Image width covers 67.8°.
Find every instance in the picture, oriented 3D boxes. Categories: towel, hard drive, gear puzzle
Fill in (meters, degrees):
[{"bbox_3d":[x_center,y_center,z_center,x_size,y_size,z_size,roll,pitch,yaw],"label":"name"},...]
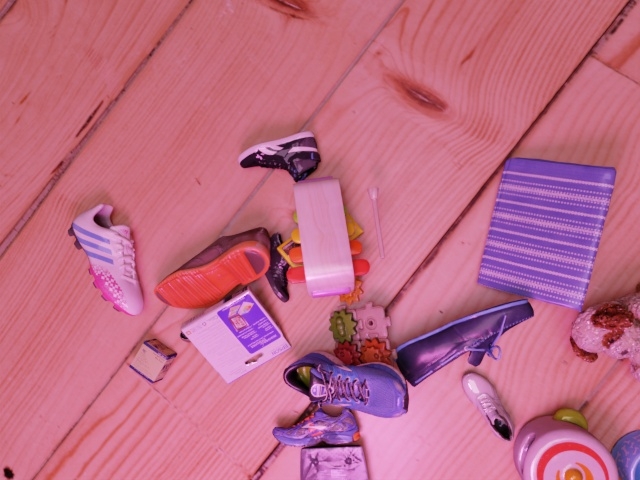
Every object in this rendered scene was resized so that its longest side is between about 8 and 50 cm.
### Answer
[{"bbox_3d":[0.525,-0.027,1.124,0.243,0.040,0.335,14,89,34],"label":"towel"},{"bbox_3d":[0.041,0.636,1.178,0.172,0.054,0.254,-7,84,9],"label":"hard drive"},{"bbox_3d":[0.094,0.241,1.177,0.176,0.044,0.338,-13,82,34],"label":"gear puzzle"}]

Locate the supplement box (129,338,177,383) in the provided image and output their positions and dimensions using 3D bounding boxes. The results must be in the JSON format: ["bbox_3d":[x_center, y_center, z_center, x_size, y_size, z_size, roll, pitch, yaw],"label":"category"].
[{"bbox_3d":[-0.451,0.324,1.286,0.083,0.056,0.083,31,91,11],"label":"supplement box"}]

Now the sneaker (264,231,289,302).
[{"bbox_3d":[-0.104,0.071,1.254,0.089,0.051,0.170,-33,78,8],"label":"sneaker"}]

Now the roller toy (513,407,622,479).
[{"bbox_3d":[0.543,0.505,1.060,0.191,0.146,0.209,-26,82,7],"label":"roller toy"}]

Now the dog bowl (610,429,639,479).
[{"bbox_3d":[0.803,0.553,1.050,0.297,0.074,0.165,32,91,11],"label":"dog bowl"}]

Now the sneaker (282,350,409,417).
[{"bbox_3d":[0.048,0.343,1.095,0.330,0.147,0.129,0,91,38],"label":"sneaker"}]

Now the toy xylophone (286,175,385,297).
[{"bbox_3d":[0.035,-0.021,1.179,0.237,0.081,0.322,0,73,2],"label":"toy xylophone"}]

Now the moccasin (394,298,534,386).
[{"bbox_3d":[0.348,0.247,1.134,0.342,0.138,0.116,-29,71,19],"label":"moccasin"}]

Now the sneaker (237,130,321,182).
[{"bbox_3d":[-0.106,-0.202,1.263,0.217,0.079,0.121,-18,81,6],"label":"sneaker"}]

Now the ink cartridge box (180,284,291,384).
[{"bbox_3d":[-0.215,0.248,1.238,0.206,0.045,0.208,-30,112,4],"label":"ink cartridge box"}]

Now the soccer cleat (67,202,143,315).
[{"bbox_3d":[-0.559,0.044,1.298,0.143,0.116,0.331,-36,80,5],"label":"soccer cleat"}]

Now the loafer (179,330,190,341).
[{"bbox_3d":[-0.310,0.243,1.273,0.148,0.050,0.056,-20,83,8],"label":"loafer"}]

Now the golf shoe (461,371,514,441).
[{"bbox_3d":[0.402,0.392,1.125,0.069,0.086,0.176,-37,79,6],"label":"golf shoe"}]

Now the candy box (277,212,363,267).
[{"bbox_3d":[0.000,0.000,1.233,0.206,0.027,0.105,-38,82,-9],"label":"candy box"}]

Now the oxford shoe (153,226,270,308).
[{"bbox_3d":[-0.281,0.075,1.265,0.364,0.132,0.130,-22,123,19],"label":"oxford shoe"}]

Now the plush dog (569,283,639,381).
[{"bbox_3d":[0.674,0.186,1.051,0.226,0.262,0.210,-6,51,-1],"label":"plush dog"}]

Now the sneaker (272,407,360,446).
[{"bbox_3d":[-0.012,0.468,1.199,0.222,0.083,0.087,-6,71,3],"label":"sneaker"}]
